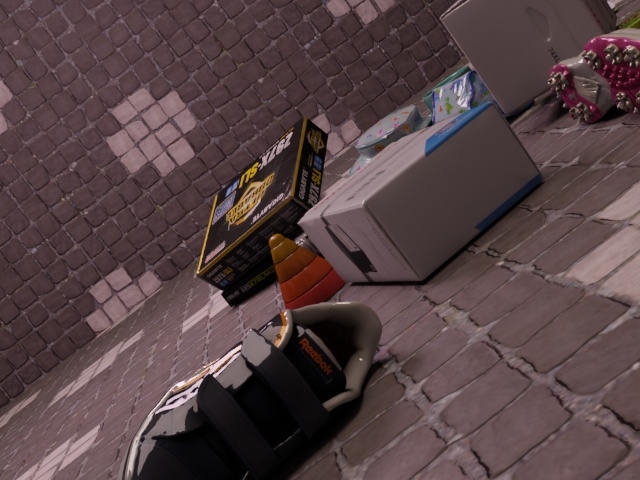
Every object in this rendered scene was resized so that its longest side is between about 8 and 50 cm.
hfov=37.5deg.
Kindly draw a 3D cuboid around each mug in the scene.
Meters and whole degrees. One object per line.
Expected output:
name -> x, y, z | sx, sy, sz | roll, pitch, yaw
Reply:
mug -> 0.325, -0.335, 2.187 | 0.157, 0.097, 0.129 | -40, 8, -26

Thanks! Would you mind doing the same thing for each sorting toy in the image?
sorting toy -> 0.045, -0.031, 1.537 | 0.365, 0.126, 0.127 | -42, 9, -27

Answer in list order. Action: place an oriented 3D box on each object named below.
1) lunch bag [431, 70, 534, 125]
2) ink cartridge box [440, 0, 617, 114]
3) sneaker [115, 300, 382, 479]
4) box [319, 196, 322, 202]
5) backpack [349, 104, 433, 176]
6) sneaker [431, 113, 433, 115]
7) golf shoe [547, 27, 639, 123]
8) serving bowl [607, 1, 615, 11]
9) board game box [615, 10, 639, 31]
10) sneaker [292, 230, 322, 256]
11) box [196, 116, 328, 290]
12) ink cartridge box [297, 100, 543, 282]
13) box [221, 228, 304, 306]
lunch bag -> 0.304, -0.257, 1.769 | 0.151, 0.096, 0.128 | 7, -11, -26
ink cartridge box -> 0.352, -0.369, 1.561 | 0.197, 0.198, 0.270 | -32, 9, 28
sneaker -> -0.059, 0.154, 0.908 | 0.127, 0.126, 0.321 | -37, 4, 47
box -> -0.107, -0.059, 2.308 | 0.154, 0.142, 0.300 | -34, 8, 20
backpack -> 0.144, -0.162, 1.823 | 0.188, 0.144, 0.166 | -36, 13, 28
sneaker -> 0.301, -0.289, 2.085 | 0.162, 0.063, 0.073 | -30, 32, -10
golf shoe -> 0.401, -0.231, 1.200 | 0.140, 0.115, 0.306 | -34, 9, -5
serving bowl -> 0.615, -0.509, 2.104 | 0.083, 0.027, 0.083 | -7, 28, 4
board game box -> 0.474, -0.311, 1.580 | 0.181, 0.043, 0.092 | -35, 8, 14
sneaker -> 0.000, 0.000, 1.767 | 0.132, 0.086, 0.229 | -42, -2, -1
box -> -0.121, -0.077, 1.980 | 0.322, 0.079, 0.257 | -37, 29, 36
ink cartridge box -> 0.125, -0.055, 1.302 | 0.223, 0.129, 0.307 | -39, 8, -14
box -> -0.114, 0.052, 2.052 | 0.184, 0.045, 0.191 | -37, 8, 20
